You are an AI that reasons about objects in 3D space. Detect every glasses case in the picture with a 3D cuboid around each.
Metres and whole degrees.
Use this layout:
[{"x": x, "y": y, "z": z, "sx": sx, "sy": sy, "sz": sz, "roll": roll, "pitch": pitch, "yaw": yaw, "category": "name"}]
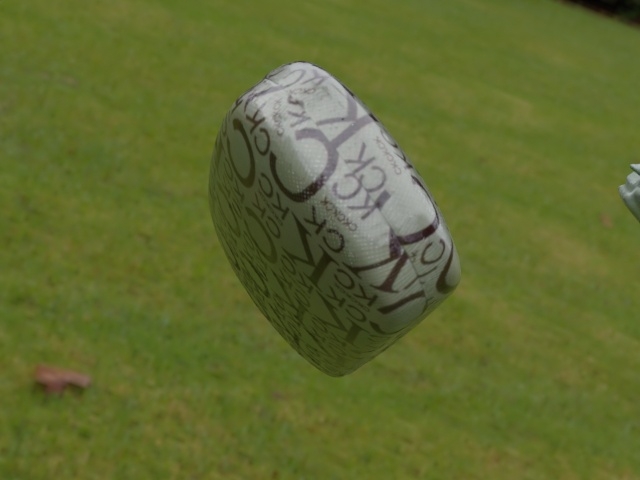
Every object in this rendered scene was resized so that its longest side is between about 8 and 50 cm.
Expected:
[{"x": 0.000, "y": 0.000, "z": 0.841, "sx": 0.137, "sy": 0.085, "sz": 0.355, "roll": 55, "pitch": -10, "yaw": 5, "category": "glasses case"}]

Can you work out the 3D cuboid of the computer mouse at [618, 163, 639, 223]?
[{"x": 0.192, "y": 0.012, "z": 0.638, "sx": 0.181, "sy": 0.056, "sz": 0.089, "roll": 19, "pitch": 4, "yaw": -26, "category": "computer mouse"}]
